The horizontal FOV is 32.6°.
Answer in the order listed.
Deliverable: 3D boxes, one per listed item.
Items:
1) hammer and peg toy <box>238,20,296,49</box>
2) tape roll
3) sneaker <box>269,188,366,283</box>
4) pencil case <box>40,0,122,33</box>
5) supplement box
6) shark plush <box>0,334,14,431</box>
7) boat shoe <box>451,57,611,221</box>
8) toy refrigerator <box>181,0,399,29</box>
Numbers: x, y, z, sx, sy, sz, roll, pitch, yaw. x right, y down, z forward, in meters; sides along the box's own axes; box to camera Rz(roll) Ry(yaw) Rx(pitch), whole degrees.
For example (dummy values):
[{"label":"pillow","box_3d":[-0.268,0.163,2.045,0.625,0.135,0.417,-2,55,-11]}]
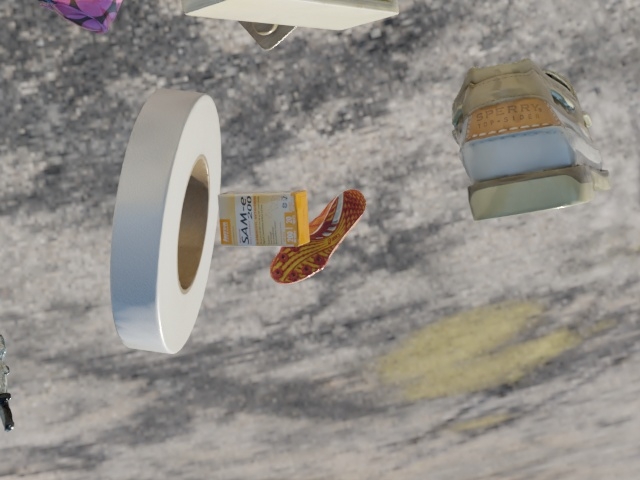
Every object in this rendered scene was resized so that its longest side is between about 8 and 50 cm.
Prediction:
[{"label":"hammer and peg toy","box_3d":[-0.030,-0.495,1.666,0.361,0.266,0.127,-40,-171,13]},{"label":"tape roll","box_3d":[-0.219,-0.027,1.605,0.072,0.392,0.392,7,164,5]},{"label":"sneaker","box_3d":[0.000,0.000,1.544,0.175,0.064,0.067,-42,178,-9]},{"label":"pencil case","box_3d":[-0.287,-0.382,1.429,0.098,0.209,0.095,20,173,33]},{"label":"supplement box","box_3d":[-0.065,-0.025,1.249,0.098,0.062,0.036,-1,-171,22]},{"label":"shark plush","box_3d":[-0.404,0.181,1.370,0.073,0.161,0.067,-25,131,-35]},{"label":"boat shoe","box_3d":[0.159,-0.079,0.829,0.113,0.103,0.302,-10,-178,10]},{"label":"toy refrigerator","box_3d":[-0.026,-0.285,1.137,0.094,0.102,0.269,-8,180,37]}]
